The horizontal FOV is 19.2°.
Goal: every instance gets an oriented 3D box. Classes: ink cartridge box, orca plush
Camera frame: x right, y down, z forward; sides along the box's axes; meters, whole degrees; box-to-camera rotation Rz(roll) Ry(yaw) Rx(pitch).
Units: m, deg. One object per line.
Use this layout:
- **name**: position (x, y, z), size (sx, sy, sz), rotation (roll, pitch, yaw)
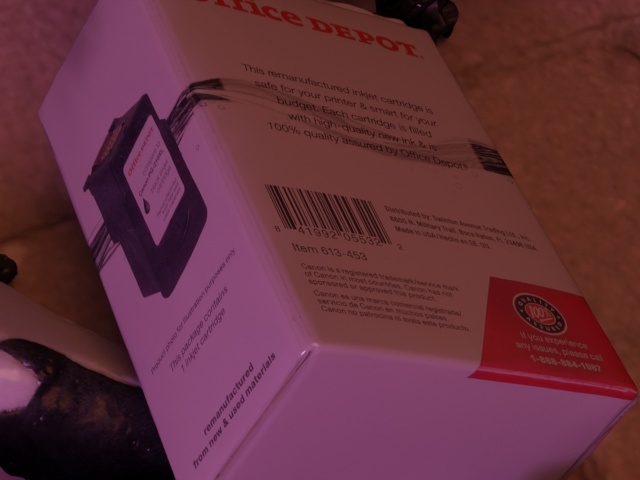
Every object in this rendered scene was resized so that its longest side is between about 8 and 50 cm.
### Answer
- **ink cartridge box**: position (0.000, 0.000, 0.805), size (0.172, 0.100, 0.237), rotation (10, 39, -36)
- **orca plush**: position (-0.150, 0.071, 0.815), size (0.287, 0.102, 0.151), rotation (20, 13, -17)

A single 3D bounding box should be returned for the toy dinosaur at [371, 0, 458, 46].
- **toy dinosaur**: position (0.026, -0.170, 0.900), size (0.322, 0.218, 0.164), rotation (7, 60, -13)
